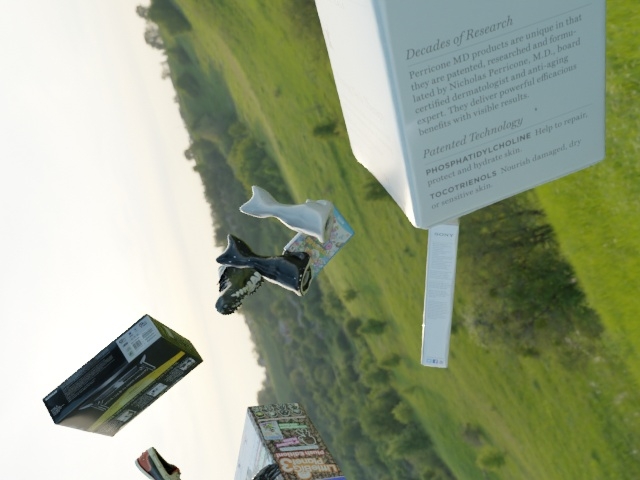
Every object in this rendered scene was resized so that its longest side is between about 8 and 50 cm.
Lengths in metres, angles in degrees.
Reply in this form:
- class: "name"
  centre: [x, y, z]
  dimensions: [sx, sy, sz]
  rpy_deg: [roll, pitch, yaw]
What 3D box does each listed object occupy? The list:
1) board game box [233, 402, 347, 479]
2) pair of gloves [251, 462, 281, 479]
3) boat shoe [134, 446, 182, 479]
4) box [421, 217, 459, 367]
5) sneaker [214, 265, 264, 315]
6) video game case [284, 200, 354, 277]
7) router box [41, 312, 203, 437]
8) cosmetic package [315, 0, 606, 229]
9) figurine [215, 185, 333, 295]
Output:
- class: "board game box"
  centre: [-0.077, 0.547, 1.391]
  dimensions: [0.291, 0.141, 0.232]
  rpy_deg: [-135, 52, -57]
- class: "pair of gloves"
  centre: [-0.087, 0.442, 1.101]
  dimensions: [0.083, 0.074, 0.010]
  rpy_deg: [52, 164, -12]
- class: "boat shoe"
  centre: [-0.287, 0.439, 1.164]
  dimensions: [0.137, 0.043, 0.049]
  rpy_deg: [50, 175, -22]
- class: "box"
  centre: [0.240, 0.054, 1.230]
  dimensions: [0.232, 0.059, 0.322]
  rpy_deg: [-67, -21, -58]
- class: "sneaker"
  centre: [-0.219, 0.108, 1.512]
  dimensions: [0.106, 0.078, 0.234]
  rpy_deg: [36, -158, 4]
- class: "video game case"
  centre: [0.000, 0.000, 1.553]
  dimensions: [0.119, 0.166, 0.015]
  rpy_deg: [51, 166, -32]
- class: "router box"
  centre: [-0.467, 0.336, 1.508]
  dimensions: [0.081, 0.309, 0.243]
  rpy_deg: [48, 174, 28]
- class: "cosmetic package"
  centre: [0.204, -0.299, 0.966]
  dimensions: [0.329, 0.327, 0.393]
  rpy_deg: [-119, 10, -57]
- class: "figurine"
  centre: [-0.098, -0.011, 1.355]
  dimensions: [0.092, 0.209, 0.214]
  rpy_deg: [74, -144, -65]
